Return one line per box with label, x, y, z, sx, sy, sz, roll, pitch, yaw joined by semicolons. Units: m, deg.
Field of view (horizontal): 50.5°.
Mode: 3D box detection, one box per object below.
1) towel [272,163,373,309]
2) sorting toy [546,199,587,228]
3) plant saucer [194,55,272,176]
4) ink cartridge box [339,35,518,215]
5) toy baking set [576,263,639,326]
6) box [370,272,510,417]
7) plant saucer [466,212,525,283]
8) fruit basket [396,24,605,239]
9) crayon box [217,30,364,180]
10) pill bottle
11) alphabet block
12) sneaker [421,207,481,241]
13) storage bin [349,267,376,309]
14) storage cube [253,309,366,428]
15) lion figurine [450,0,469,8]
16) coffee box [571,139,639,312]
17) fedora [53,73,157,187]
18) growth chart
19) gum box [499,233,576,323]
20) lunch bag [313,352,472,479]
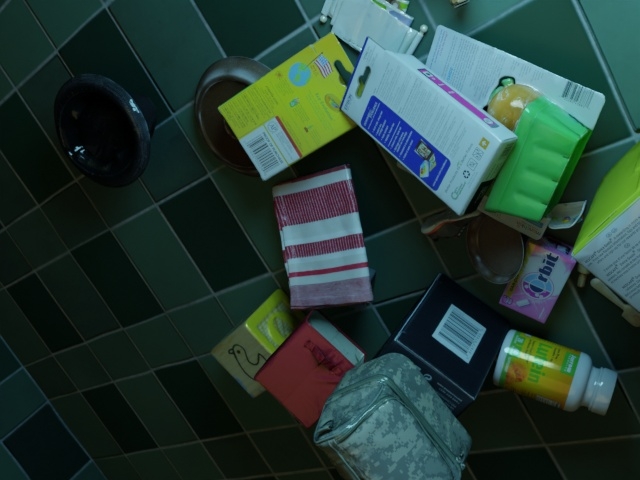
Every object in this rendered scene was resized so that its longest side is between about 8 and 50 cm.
towel;0.000;0.000;1.648;0.237;0.037;0.329;-11;88;35
sorting toy;0.494;-0.045;1.375;0.083;0.075;0.045;-5;115;34
plant saucer;-0.192;-0.291;1.664;0.310;0.050;0.311;16;125;24
ink cartridge box;0.196;-0.231;1.328;0.371;0.069;0.176;45;133;26
toy baking set;0.627;0.065;1.391;0.196;0.030;0.256;19;126;21
box;0.227;0.327;1.621;0.212;0.293;0.395;36;130;8
plant saucer;0.383;0.009;1.465;0.168;0.029;0.169;30;125;54
fruit basket;0.340;-0.212;1.347;0.353;0.165;0.327;35;131;29
crayon box;-0.044;-0.297;1.514;0.318;0.081;0.202;-27;101;24
pill bottle;0.526;0.301;1.526;0.245;0.136;0.136;17;125;22
alphabet block;-0.149;0.287;1.892;0.192;0.193;0.197;46;131;-3
sneaker;0.302;-0.039;1.518;0.065;0.061;0.158;45;140;-21
storage bin;0.073;0.106;1.713;0.135;0.091;0.098;20;126;21
storage cube;-0.021;0.304;1.651;0.183;0.215;0.193;43;99;1
lion figurine;0.289;-0.559;1.172;0.392;0.142;0.240;-16;101;22
coffee box;0.672;-0.049;1.092;0.334;0.337;0.338;40;131;5
fedora;-0.543;-0.304;1.798;0.334;0.152;0.334;15;124;23
growth chart;0.107;-0.455;1.399;0.237;0.021;0.172;41;130;3
gum box;0.474;0.075;1.468;0.107;0.062;0.188;25;128;16
lunch bag;0.139;0.424;1.372;0.212;0.256;0.305;-30;100;40
